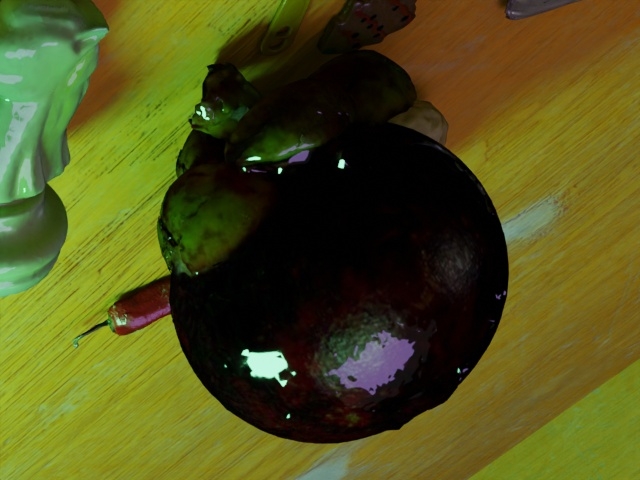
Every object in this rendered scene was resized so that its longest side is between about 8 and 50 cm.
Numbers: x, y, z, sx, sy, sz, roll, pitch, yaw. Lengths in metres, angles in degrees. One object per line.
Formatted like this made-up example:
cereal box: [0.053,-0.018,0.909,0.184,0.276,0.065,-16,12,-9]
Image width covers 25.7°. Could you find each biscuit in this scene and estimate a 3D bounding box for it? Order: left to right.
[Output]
biscuit: [0.055,-0.244,1.556,0.130,0.019,0.119,-33,155,9]

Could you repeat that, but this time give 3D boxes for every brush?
brush: [-0.006,-0.281,1.429,0.103,0.013,0.272,-12,151,-32]

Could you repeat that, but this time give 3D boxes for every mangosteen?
mangosteen: [0.008,0.010,1.543,0.381,0.421,0.381,-22,166,-6]

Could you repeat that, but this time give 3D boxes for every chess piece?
chess piece: [-0.306,-0.104,1.318,0.176,0.176,0.298,-10,136,-35]

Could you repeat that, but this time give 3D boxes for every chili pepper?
chili pepper: [-0.206,0.081,1.863,0.268,0.050,0.059,-23,139,-15]

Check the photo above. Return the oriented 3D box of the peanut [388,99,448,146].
peanut: [0.070,-0.080,1.777,0.197,0.110,0.233,-25,156,-16]

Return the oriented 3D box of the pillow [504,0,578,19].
pillow: [0.328,-0.327,1.667,0.233,0.038,0.130,-17,150,-20]
